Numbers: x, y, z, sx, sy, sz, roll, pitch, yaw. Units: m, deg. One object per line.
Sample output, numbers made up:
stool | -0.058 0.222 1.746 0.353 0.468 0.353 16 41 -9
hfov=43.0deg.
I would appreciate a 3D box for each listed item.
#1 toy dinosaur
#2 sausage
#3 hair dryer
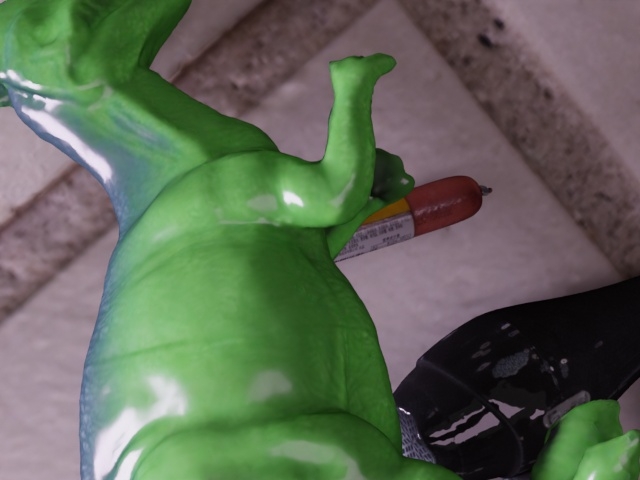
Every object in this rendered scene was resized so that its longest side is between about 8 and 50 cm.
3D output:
toy dinosaur | -0.088 0.121 0.330 0.374 0.144 0.500 30 72 6
sausage | 0.000 0.000 0.468 0.223 0.029 0.029 -17 97 -13
hair dryer | 0.166 0.156 0.507 0.235 0.091 0.272 -21 106 -23
